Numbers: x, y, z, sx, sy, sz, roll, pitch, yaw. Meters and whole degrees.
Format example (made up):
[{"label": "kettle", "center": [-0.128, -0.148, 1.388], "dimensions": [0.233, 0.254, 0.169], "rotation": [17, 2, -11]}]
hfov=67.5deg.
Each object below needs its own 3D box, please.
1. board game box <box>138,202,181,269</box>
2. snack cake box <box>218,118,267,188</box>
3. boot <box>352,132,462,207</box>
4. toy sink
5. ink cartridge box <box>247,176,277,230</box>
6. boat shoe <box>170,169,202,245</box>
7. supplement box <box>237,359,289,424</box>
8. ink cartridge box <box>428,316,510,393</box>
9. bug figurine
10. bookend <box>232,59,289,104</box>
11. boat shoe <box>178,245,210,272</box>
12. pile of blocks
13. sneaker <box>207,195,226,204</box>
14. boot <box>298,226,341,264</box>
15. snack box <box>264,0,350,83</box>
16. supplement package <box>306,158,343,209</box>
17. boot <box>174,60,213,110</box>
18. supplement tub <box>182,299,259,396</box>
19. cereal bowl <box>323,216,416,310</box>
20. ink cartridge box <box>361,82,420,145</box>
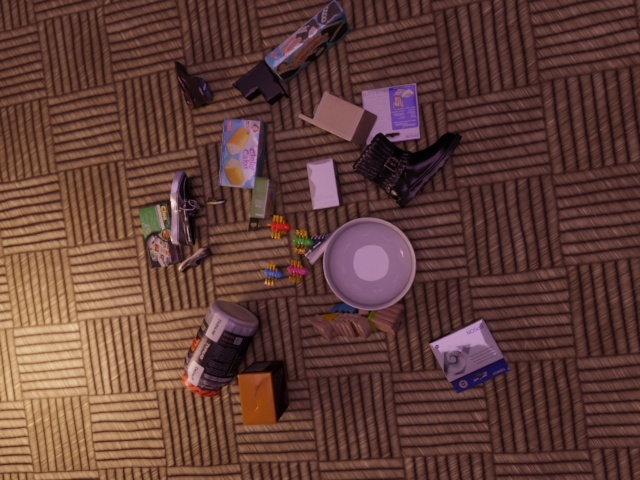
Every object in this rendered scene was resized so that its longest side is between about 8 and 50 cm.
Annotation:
[{"label": "board game box", "center": [-0.673, -0.018, 2.008], "dimensions": [0.136, 0.030, 0.259], "rotation": [-12, 89, 13]}, {"label": "snack cake box", "center": [-0.306, -0.340, 1.895], "dimensions": [0.152, 0.089, 0.263], "rotation": [6, 93, 12]}, {"label": "boot", "center": [0.313, -0.317, 1.742], "dimensions": [0.260, 0.131, 0.348], "rotation": [43, 100, 3]}, {"label": "toy sink", "center": [0.065, -0.463, 1.762], "dimensions": [0.234, 0.153, 0.131], "rotation": [29, 106, 20]}, {"label": "ink cartridge box", "center": [-0.226, -0.137, 1.874], "dimensions": [0.062, 0.109, 0.209], "rotation": [9, 93, 12]}, {"label": "boat shoe", "center": [-0.541, -0.127, 1.937], "dimensions": [0.105, 0.113, 0.305], "rotation": [5, 95, 5]}, {"label": "supplement box", "center": [-0.215, 0.582, 1.849], "dimensions": [0.129, 0.194, 0.191], "rotation": [-6, 90, 11]}, {"label": "ink cartridge box", "center": [0.551, 0.431, 1.769], "dimensions": [0.224, 0.045, 0.223], "rotation": [-29, 86, 10]}, {"label": "bug figurine", "center": [-0.131, 0.047, 1.861], "dimensions": [0.217, 0.072, 0.278], "rotation": [14, 99, 30]}, {"label": "bookend", "center": [-0.235, -0.589, 1.882], "dimensions": [0.156, 0.072, 0.157], "rotation": [-35, 86, 11]}, {"label": "boat shoe", "center": [-0.517, 0.086, 1.965], "dimensions": [0.152, 0.056, 0.049], "rotation": [-41, 79, 9]}, {"label": "pile of blocks", "center": [0.148, 0.308, 1.830], "dimensions": [0.363, 0.148, 0.112], "rotation": [-7, 133, 20]}, {"label": "sneaker", "center": [-0.425, -0.165, 1.952], "dimensions": [0.084, 0.031, 0.035], "rotation": [-5, 90, 11]}, {"label": "boot", "center": [0.000, 0.000, 1.853], "dimensions": [0.086, 0.069, 0.190], "rotation": [45, 101, 12]}, {"label": "snack box", "center": [-0.044, -0.730, 1.781], "dimensions": [0.322, 0.187, 0.060], "rotation": [-36, 85, 10]}, {"label": "supplement package", "center": [0.018, -0.211, 1.826], "dimensions": [0.105, 0.105, 0.179], "rotation": [-8, 91, 12]}, {"label": "boot", "center": [-0.519, -0.640, 1.949], "dimensions": [0.106, 0.082, 0.219], "rotation": [-20, 83, -11]}, {"label": "supplement tub", "center": [-0.398, 0.423, 1.875], "dimensions": [0.207, 0.207, 0.337], "rotation": [27, 96, 9]}, {"label": "cereal bowl", "center": [0.185, 0.085, 1.779], "dimensions": [0.340, 0.141, 0.338], "rotation": [0, 89, 10]}, {"label": "ink cartridge box", "center": [0.264, -0.470, 1.799], "dimensions": [0.207, 0.045, 0.208], "rotation": [-4, 93, 12]}]
